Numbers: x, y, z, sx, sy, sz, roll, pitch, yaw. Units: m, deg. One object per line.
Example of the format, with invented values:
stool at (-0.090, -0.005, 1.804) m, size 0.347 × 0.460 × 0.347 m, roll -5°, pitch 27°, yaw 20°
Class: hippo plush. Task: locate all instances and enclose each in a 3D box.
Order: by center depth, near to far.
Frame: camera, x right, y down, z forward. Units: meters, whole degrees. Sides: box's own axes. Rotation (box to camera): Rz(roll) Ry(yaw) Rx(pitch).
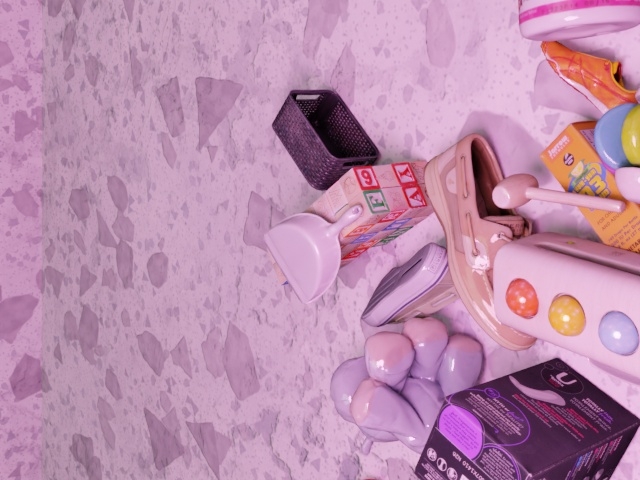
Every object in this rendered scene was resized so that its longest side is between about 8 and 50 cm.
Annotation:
hippo plush at (0.151, 0.261, 1.496) m, size 0.294 × 0.234 × 0.236 m, roll 39°, pitch 162°, yaw -14°

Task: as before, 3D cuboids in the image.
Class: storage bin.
storage bin at (0.007, -0.187, 1.599) m, size 0.180 × 0.122 × 0.084 m, roll 57°, pitch 135°, yaw 26°

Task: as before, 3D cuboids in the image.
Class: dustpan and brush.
dustpan and brush at (0.000, 0.000, 1.438) m, size 0.147 × 0.060 × 0.211 m, roll 58°, pitch 144°, yaw 9°

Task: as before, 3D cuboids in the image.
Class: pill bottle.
pill bottle at (0.334, -0.416, 1.141) m, size 0.160 × 0.160 × 0.282 m, roll 0°, pitch 97°, yaw 50°

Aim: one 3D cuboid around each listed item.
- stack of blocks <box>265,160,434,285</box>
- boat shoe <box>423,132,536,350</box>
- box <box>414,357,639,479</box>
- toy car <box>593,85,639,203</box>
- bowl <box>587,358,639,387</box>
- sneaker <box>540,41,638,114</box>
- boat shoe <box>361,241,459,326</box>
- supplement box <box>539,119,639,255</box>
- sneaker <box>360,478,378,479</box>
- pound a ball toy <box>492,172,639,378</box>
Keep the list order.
stack of blocks at (0.054, -0.027, 1.537) m, size 0.297 × 0.171 × 0.087 m, roll -38°, pitch 68°, yaw 47°
boat shoe at (0.263, 0.000, 1.333) m, size 0.110 × 0.122 × 0.341 m, roll -38°, pitch 67°, yaw 47°
box at (0.294, 0.292, 1.233) m, size 0.165 × 0.270 × 0.143 m, roll 41°, pitch 126°, yaw 38°
toy car at (0.417, -0.117, 1.089) m, size 0.136 × 0.182 × 0.159 m, roll 13°, pitch 89°, yaw 54°
bowl at (0.443, 0.126, 1.196) m, size 0.142 × 0.053 × 0.142 m, roll 20°, pitch 111°, yaw 47°
sneaker at (0.379, -0.232, 1.212) m, size 0.175 × 0.064 × 0.067 m, roll 47°, pitch 113°, yaw 26°
boat shoe at (0.157, 0.097, 1.476) m, size 0.094 × 0.109 × 0.302 m, roll 33°, pitch 155°, yaw -5°
supplement box at (0.404, -0.055, 1.190) m, size 0.233 × 0.080 × 0.078 m, roll 60°, pitch 136°, yaw 25°
sneaker at (0.133, 0.611, 1.633) m, size 0.313 × 0.116 × 0.136 m, roll 66°, pitch 148°, yaw 28°
pound a ball toy at (0.334, 0.042, 1.133) m, size 0.319 × 0.136 × 0.208 m, roll 21°, pitch 122°, yaw 54°
